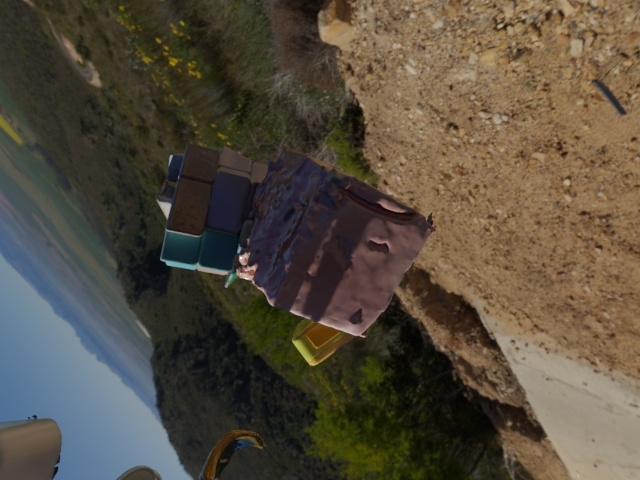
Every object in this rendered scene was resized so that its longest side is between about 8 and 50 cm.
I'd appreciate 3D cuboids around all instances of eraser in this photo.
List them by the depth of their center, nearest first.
[{"bbox_3d":[-0.746,0.573,0.914,0.331,0.331,0.150,33,-173,23],"label":"eraser"}]

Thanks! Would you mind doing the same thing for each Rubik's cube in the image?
[{"bbox_3d":[-0.278,-0.060,1.173,0.358,0.368,0.387,11,126,-14],"label":"Rubik's cube"}]

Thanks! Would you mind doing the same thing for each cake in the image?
[{"bbox_3d":[0.000,0.000,0.864,0.293,0.314,0.307,23,-172,-33],"label":"cake"}]

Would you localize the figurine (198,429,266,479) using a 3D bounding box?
[{"bbox_3d":[-0.181,0.531,0.606,0.268,0.401,0.387,25,165,30],"label":"figurine"}]

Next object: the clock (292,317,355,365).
[{"bbox_3d":[0.035,0.209,1.024,0.096,0.202,0.143,53,-174,-6],"label":"clock"}]

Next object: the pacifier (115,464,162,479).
[{"bbox_3d":[-0.423,0.685,0.980,0.207,0.227,0.279,8,108,25],"label":"pacifier"}]
